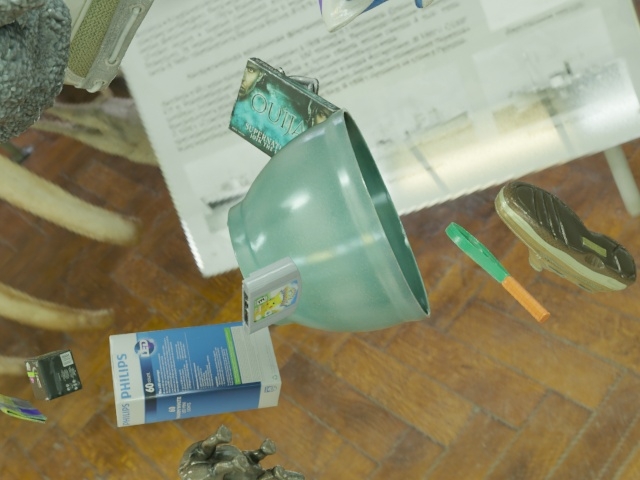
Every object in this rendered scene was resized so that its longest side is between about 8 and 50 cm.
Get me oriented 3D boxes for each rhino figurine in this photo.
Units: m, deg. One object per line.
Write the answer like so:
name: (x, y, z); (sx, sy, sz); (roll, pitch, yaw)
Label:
rhino figurine: (-0.105, 0.332, 1.301); (0.106, 0.243, 0.073); (-31, 53, 20)

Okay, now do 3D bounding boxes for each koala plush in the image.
koala plush: (-0.238, -0.122, 0.568); (0.196, 0.203, 0.221); (-57, 33, 4)

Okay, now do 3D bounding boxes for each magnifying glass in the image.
magnifying glass: (0.295, 0.051, 1.532); (0.026, 0.092, 0.231); (-51, 61, 13)

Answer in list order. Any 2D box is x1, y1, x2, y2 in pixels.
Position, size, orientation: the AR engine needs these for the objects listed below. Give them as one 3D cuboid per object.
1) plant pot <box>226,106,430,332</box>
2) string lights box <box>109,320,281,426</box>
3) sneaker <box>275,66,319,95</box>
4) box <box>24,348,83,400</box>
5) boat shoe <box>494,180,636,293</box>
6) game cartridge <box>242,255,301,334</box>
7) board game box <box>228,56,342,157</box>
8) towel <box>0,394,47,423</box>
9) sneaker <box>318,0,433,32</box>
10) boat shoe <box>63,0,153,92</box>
plant pot: (0.000, 0.000, 1.199); (0.196, 0.293, 0.293); (-23, 41, 9)
string lights box: (-0.206, 0.212, 1.488); (0.259, 0.077, 0.133); (-5, 49, -14)
sneaker: (-0.024, -0.204, 1.700); (0.101, 0.153, 0.268); (-26, 60, -21)
box: (-0.386, 0.194, 1.317); (0.052, 0.062, 0.083); (-17, 2, -32)
boat shoe: (0.246, 0.008, 0.967); (0.072, 0.190, 0.068); (-35, 29, 45)
game cartridge: (-0.043, 0.049, 0.815); (0.056, 0.083, 0.017); (-28, 61, -22)
board game box: (-0.058, -0.188, 1.418); (0.186, 0.126, 0.026); (35, 31, 28)
towel: (-0.398, 0.221, 1.203); (0.083, 0.060, 0.009); (12, 81, 58)
sneaker: (-0.017, -0.329, 0.893); (0.323, 0.130, 0.236); (6, 87, -2)
boat shoe: (-0.141, -0.250, 0.723); (0.320, 0.103, 0.118); (-49, 49, 24)
